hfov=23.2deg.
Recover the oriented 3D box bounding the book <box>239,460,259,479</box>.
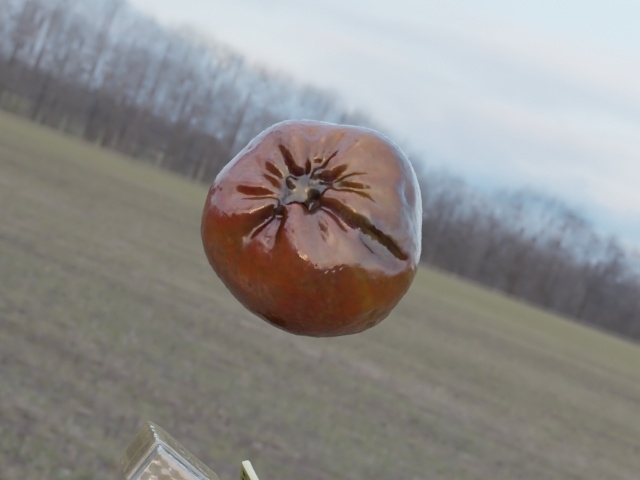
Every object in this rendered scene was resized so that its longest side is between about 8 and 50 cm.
[{"bbox_3d":[-0.085,0.367,2.140,0.014,0.077,0.111,-11,42,-22],"label":"book"}]

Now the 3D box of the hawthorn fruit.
[{"bbox_3d":[0.000,0.000,1.935,0.277,0.277,0.298,20,-26,14],"label":"hawthorn fruit"}]

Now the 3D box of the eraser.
[{"bbox_3d":[-0.206,0.342,2.216,0.144,0.078,0.343,39,-6,-6],"label":"eraser"}]
